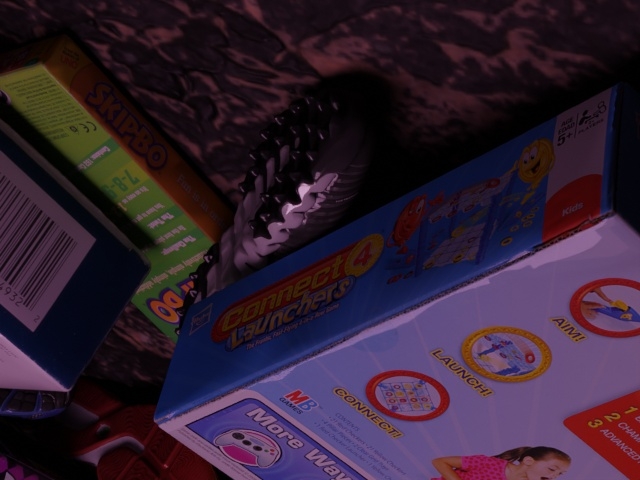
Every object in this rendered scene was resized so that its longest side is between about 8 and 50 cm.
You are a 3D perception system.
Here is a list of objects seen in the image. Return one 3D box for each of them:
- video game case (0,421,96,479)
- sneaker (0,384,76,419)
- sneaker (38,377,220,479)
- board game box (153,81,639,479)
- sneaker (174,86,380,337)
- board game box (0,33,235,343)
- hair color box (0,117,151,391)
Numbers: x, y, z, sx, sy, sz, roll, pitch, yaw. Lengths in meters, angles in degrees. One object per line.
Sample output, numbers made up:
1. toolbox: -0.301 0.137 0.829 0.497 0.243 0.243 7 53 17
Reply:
1. video game case: -0.211 0.206 1.311 0.210 0.042 0.232 36 172 -22
2. sneaker: -0.276 0.094 1.275 0.221 0.083 0.087 14 160 30
3. sneaker: -0.114 0.183 1.250 0.128 0.087 0.221 41 174 -40
4. board game box: 0.127 0.097 0.867 0.302 0.086 0.308 -27 126 36
5. sneaker: 0.000 0.000 0.926 0.106 0.078 0.234 13 139 -18
6. board game box: -0.118 -0.018 1.018 0.124 0.039 0.259 -8 132 44
7. hair color box: -0.283 0.007 1.074 0.347 0.105 0.174 -4 137 51
